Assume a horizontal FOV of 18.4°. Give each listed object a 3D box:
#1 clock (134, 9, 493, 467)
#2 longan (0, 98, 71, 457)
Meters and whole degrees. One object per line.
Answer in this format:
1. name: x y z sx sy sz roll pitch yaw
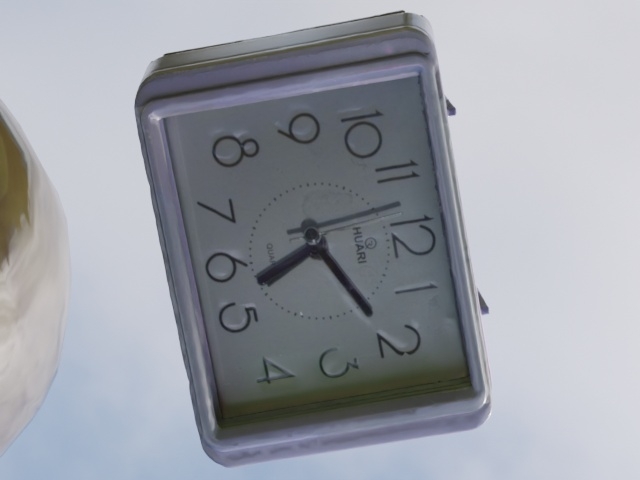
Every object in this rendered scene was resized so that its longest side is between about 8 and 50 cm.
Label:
1. clock: 0.001 0.000 0.929 0.144 0.193 0.073 -10 -168 4
2. longan: -0.350 0.031 1.236 0.404 0.404 0.336 -22 -151 -39
